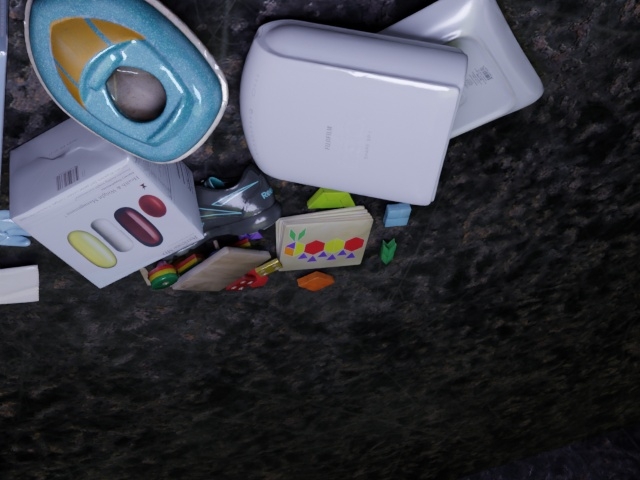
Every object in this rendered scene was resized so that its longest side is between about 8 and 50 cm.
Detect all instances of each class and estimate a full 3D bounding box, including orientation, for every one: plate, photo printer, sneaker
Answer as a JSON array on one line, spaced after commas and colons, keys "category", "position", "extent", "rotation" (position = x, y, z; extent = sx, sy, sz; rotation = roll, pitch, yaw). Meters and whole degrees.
[{"category": "plate", "position": [0.176, -0.233, 1.167], "extent": [0.278, 0.045, 0.277], "rotation": [-23, 144, 24]}, {"category": "photo printer", "position": [0.036, -0.181, 1.093], "extent": [0.307, 0.107, 0.256], "rotation": [11, 141, 4]}, {"category": "sneaker", "position": [-0.200, -0.049, 1.264], "extent": [0.267, 0.101, 0.106], "rotation": [-18, 114, 9]}]

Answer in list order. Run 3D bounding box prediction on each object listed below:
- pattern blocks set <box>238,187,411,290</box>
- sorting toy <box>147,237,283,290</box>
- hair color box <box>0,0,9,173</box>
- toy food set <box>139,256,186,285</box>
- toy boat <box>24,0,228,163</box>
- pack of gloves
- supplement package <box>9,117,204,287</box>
[{"category": "pattern blocks set", "position": [0.000, 0.000, 1.434], "extent": [0.325, 0.026, 0.285], "rotation": [1, 139, -21]}, {"category": "sorting toy", "position": [-0.174, 0.039, 1.338], "extent": [0.132, 0.046, 0.274], "rotation": [-32, 160, 24]}, {"category": "hair color box", "position": [-0.455, -0.141, 0.946], "extent": [0.113, 0.185, 0.374], "rotation": [2, 138, -24]}, {"category": "toy food set", "position": [-0.267, 0.057, 1.404], "extent": [0.122, 0.019, 0.078], "rotation": [-16, 142, -4]}, {"category": "toy boat", "position": [-0.207, -0.254, 0.907], "extent": [0.267, 0.148, 0.318], "rotation": [34, 111, -14]}, {"category": "pack of gloves", "position": [-0.582, 0.024, 1.232], "extent": [0.232, 0.046, 0.195], "rotation": [-4, 129, -23]}, {"category": "supplement package", "position": [-0.313, -0.068, 1.125], "extent": [0.194, 0.149, 0.203], "rotation": [-26, 141, 10]}]
